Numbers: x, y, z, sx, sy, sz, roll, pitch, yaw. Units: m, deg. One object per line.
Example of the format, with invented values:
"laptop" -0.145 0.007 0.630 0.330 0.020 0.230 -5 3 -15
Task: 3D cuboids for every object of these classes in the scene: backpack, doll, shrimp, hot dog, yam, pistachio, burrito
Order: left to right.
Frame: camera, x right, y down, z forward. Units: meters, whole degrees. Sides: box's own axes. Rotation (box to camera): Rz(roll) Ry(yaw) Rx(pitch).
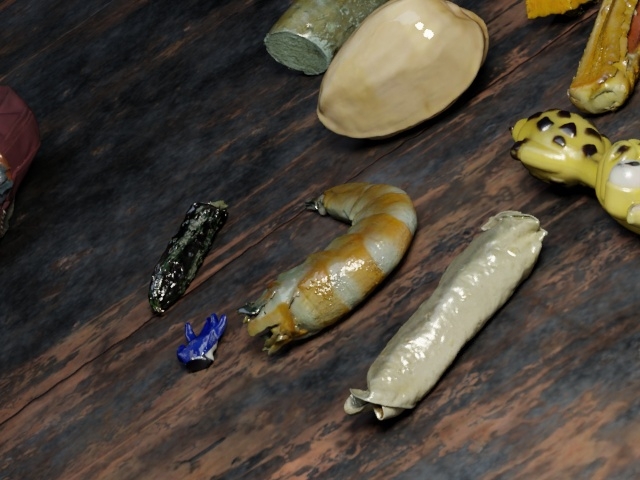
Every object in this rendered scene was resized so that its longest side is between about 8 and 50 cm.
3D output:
"backpack" -0.555 -0.100 2.402 0.283 0.197 0.317 -17 29 31
"yam" 0.016 -0.317 2.215 0.194 0.107 0.107 -49 32 -22
"shrimp" 0.024 0.000 1.778 0.185 0.068 0.287 -18 32 25
"pistachio" 0.100 -0.208 1.941 0.229 0.157 0.157 -35 26 27
"burrito" 0.124 0.077 1.572 0.275 0.059 0.082 -49 25 -23
"doll" 0.285 -0.070 1.592 0.117 0.086 0.291 -12 24 -20
"hot dog" 0.352 -0.250 1.807 0.083 0.068 0.289 -36 23 52

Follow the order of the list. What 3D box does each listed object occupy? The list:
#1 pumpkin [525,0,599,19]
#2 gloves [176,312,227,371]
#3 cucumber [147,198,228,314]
"pumpkin" 0.301 -0.298 1.942 0.083 0.054 0.074 -30 14 -35
"gloves" -0.139 0.115 1.821 0.064 0.026 0.086 -20 33 29
"cucumber" -0.168 0.018 1.976 0.053 0.053 0.181 -10 41 38
